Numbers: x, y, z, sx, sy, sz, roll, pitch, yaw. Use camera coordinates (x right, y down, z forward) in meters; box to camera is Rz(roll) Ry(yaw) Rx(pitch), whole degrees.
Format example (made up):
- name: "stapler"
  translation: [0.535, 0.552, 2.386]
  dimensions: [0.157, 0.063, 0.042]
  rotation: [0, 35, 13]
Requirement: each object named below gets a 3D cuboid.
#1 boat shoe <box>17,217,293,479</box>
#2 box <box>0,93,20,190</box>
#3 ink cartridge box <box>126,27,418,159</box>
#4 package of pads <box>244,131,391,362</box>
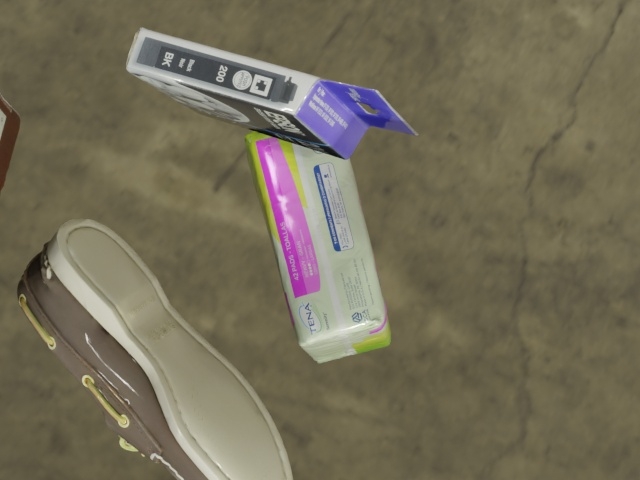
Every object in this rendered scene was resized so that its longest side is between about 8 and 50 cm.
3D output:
- name: "boat shoe"
  translation: [-0.152, 0.132, 1.563]
  dimensions: [0.324, 0.116, 0.097]
  rotation: [51, 122, 6]
- name: "box"
  translation: [-0.535, -0.119, 1.849]
  dimensions: [0.381, 0.143, 0.191]
  rotation: [-4, 146, 20]
- name: "ink cartridge box"
  translation: [-0.035, -0.116, 1.472]
  dimensions: [0.208, 0.206, 0.045]
  rotation: [16, 87, 15]
- name: "package of pads"
  translation: [0.000, 0.000, 1.799]
  dimensions: [0.101, 0.296, 0.229]
  rotation: [-15, 81, 1]
